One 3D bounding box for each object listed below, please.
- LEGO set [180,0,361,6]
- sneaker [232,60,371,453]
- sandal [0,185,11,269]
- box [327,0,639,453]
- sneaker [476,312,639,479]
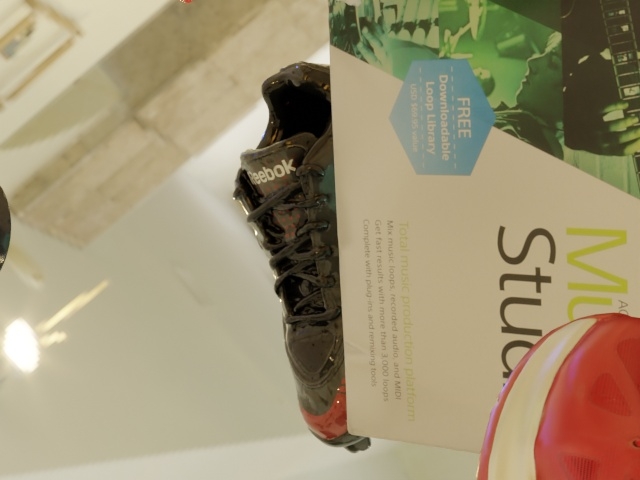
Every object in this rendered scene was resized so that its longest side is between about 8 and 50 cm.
[{"bbox_3d":[-0.049,-0.177,0.514,0.060,0.182,0.244,25,-153,36],"label":"LEGO set"},{"bbox_3d":[0.000,0.000,0.938,0.135,0.097,0.276,22,-117,-43],"label":"sneaker"},{"bbox_3d":[-0.248,0.059,0.800,0.054,0.254,0.097,18,-135,-45],"label":"sandal"},{"bbox_3d":[0.150,-0.009,0.627,0.058,0.322,0.232,-15,-76,-54],"label":"box"},{"bbox_3d":[0.104,0.095,0.344,0.087,0.128,0.221,43,-138,-27],"label":"sneaker"}]
